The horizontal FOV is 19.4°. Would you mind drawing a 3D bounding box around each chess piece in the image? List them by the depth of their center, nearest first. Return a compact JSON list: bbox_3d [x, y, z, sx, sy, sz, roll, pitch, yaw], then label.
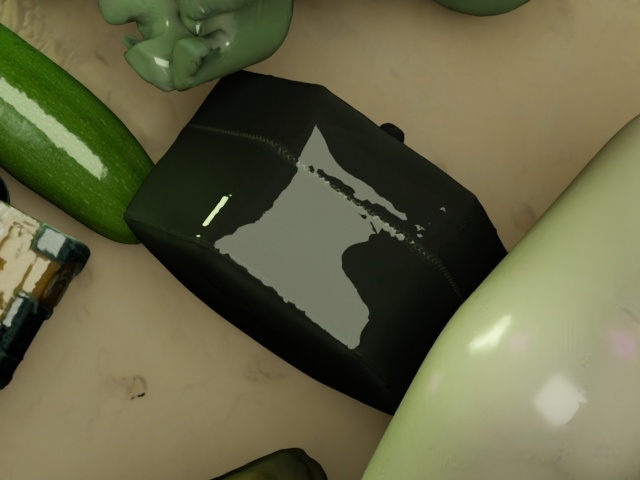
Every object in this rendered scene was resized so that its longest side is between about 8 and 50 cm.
[{"bbox_3d":[0.008,-0.199,1.179,0.299,0.194,0.194,-27,87,-30],"label":"chess piece"}]

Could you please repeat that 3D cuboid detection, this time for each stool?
[{"bbox_3d":[0.000,0.000,1.192,0.232,0.232,0.141,34,80,-2],"label":"stool"}]

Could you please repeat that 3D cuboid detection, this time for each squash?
[{"bbox_3d":[-0.220,-0.101,1.243,0.292,0.082,0.082,34,82,-3],"label":"squash"}]

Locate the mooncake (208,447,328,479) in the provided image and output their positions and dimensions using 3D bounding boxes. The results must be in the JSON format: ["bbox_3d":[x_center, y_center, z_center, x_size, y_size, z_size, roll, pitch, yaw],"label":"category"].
[{"bbox_3d":[-0.089,0.220,1.156,0.228,0.228,0.124,-21,88,-8],"label":"mooncake"}]

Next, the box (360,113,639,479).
[{"bbox_3d":[0.156,0.079,1.118,0.141,0.288,0.349,36,47,10],"label":"box"}]

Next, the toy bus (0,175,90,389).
[{"bbox_3d":[-0.300,-0.005,1.199,0.275,0.138,0.167,29,84,-1],"label":"toy bus"}]
